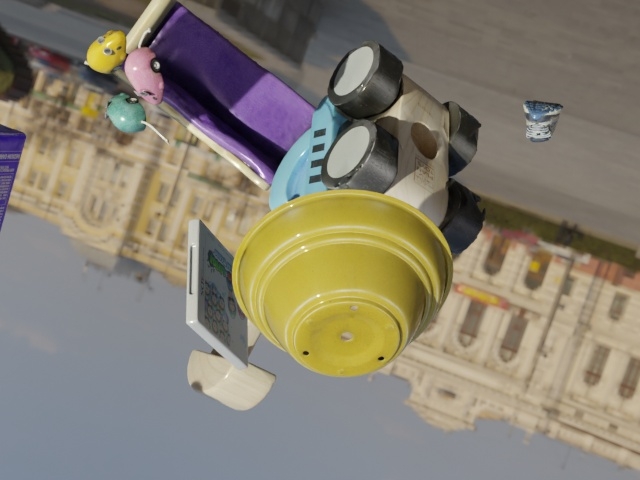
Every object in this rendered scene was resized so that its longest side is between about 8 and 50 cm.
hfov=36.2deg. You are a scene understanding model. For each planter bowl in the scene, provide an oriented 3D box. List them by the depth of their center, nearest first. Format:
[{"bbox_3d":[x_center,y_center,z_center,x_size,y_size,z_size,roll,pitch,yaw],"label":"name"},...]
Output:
[{"bbox_3d":[0.023,0.064,0.927,0.217,0.217,0.090,18,-144,-16],"label":"planter bowl"}]

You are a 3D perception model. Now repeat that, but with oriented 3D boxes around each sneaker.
[{"bbox_3d":[0.309,-0.163,1.361,0.052,0.058,0.135,12,-169,19],"label":"sneaker"}]

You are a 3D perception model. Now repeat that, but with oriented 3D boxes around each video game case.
[{"bbox_3d":[-0.128,0.070,1.240,0.019,0.143,0.157,-12,149,15],"label":"video game case"}]

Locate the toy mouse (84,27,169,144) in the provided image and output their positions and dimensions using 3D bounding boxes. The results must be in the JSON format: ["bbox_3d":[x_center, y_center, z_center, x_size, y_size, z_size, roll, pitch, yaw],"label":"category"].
[{"bbox_3d":[-0.209,-0.164,1.072,0.031,0.143,0.161,-25,178,-39],"label":"toy mouse"}]

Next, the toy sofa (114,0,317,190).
[{"bbox_3d":[-0.160,-0.243,1.623,0.362,0.150,0.177,38,-171,-2],"label":"toy sofa"}]

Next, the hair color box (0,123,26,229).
[{"bbox_3d":[-0.539,-0.017,1.322,0.185,0.338,0.110,23,-169,17],"label":"hair color box"}]

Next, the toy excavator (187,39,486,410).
[{"bbox_3d":[0.000,0.000,1.429,0.222,0.433,0.445,30,139,-31],"label":"toy excavator"}]
